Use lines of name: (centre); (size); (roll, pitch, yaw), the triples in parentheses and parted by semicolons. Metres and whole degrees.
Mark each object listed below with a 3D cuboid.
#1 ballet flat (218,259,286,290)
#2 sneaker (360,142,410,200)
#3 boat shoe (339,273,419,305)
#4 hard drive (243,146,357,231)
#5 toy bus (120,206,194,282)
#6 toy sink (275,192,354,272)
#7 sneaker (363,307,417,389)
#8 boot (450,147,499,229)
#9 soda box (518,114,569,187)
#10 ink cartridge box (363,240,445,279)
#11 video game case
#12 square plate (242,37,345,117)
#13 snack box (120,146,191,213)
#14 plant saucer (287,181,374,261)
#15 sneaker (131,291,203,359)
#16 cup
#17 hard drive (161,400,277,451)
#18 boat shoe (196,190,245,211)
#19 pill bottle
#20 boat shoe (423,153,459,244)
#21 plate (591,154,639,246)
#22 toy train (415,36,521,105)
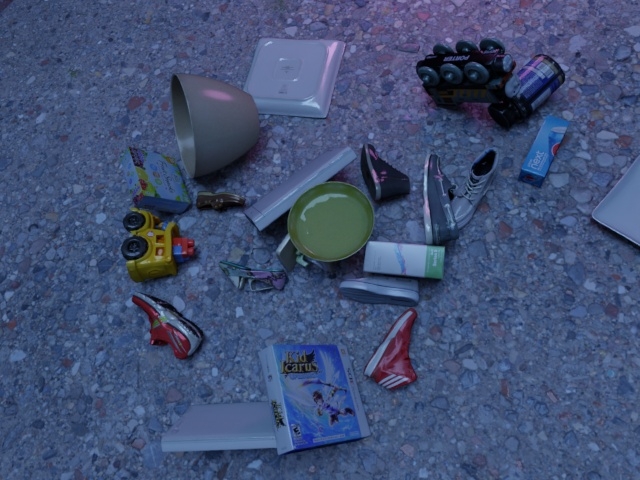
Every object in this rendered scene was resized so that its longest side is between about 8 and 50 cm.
ballet flat: (-0.211, 0.111, 1.537); (0.221, 0.077, 0.079); (8, 87, 14)
sneaker: (0.200, -0.217, 1.605); (0.118, 0.083, 0.222); (-5, 57, -12)
boat shoe: (0.168, 0.133, 1.452); (0.226, 0.083, 0.076); (10, 56, 3)
hard drive: (-0.070, -0.165, 1.558); (0.353, 0.233, 0.047); (-37, 106, -7)
toy bus: (-0.502, 0.006, 1.605); (0.211, 0.149, 0.220); (-7, 62, -6)
toy sink: (0.000, 0.000, 1.495); (0.131, 0.153, 0.234); (30, 74, 21)
sneaker: (0.224, 0.299, 1.367); (0.128, 0.087, 0.221); (34, 89, 14)
boot: (0.436, -0.155, 1.493); (0.095, 0.123, 0.258); (29, 74, 21)
soda box: (0.669, -0.268, 1.530); (0.071, 0.067, 0.210); (24, 74, 20)
ink cartridge box: (0.234, 0.053, 1.414); (0.212, 0.154, 0.093); (3, 89, 13)
video game case: (-0.011, 0.383, 1.272); (0.061, 0.269, 0.244); (-37, 58, 35)
square plate: (-0.111, -0.604, 1.844); (0.347, 0.049, 0.344); (8, 67, 15)
snack box: (-0.540, -0.195, 1.675); (0.070, 0.174, 0.207); (-41, 60, 30)
plant saucer: (0.030, -0.049, 1.406); (0.240, 0.037, 0.241); (-4, 66, 8)
sneaker: (-0.476, 0.249, 1.507); (0.279, 0.107, 0.118); (33, 85, 25)
cup: (-0.336, -0.382, 1.672); (0.236, 0.331, 0.331); (-11, 62, -23)
hard drive: (-0.218, 0.471, 1.306); (0.307, 0.203, 0.040); (-5, 96, 9)
boat shoe: (-0.326, -0.122, 1.666); (0.177, 0.064, 0.060); (4, 72, 20)
pill bottle: (0.632, -0.457, 1.581); (0.219, 0.123, 0.123); (-43, 65, 4)
boat shoe: (0.350, -0.125, 1.486); (0.099, 0.116, 0.320); (-2, 54, 14)
plate: (0.940, -0.079, 1.404); (0.277, 0.045, 0.278); (39, 78, 23)
toy train: (0.446, -0.500, 1.553); (0.334, 0.190, 0.142); (18, 72, 50)
